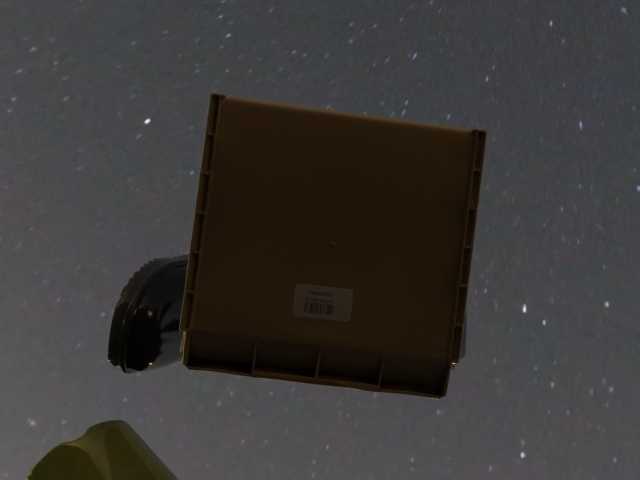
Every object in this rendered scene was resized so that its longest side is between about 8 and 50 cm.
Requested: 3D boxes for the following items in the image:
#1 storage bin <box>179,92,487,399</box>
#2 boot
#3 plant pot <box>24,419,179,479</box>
[{"bbox_3d":[0.009,0.004,0.937,0.262,0.123,0.260,8,-92,-4],"label":"storage bin"},{"bbox_3d":[-0.026,0.125,1.382,0.445,0.367,0.146,12,-71,14],"label":"boot"},{"bbox_3d":[-0.292,0.412,1.404,0.254,0.276,0.276,50,-63,21],"label":"plant pot"}]
